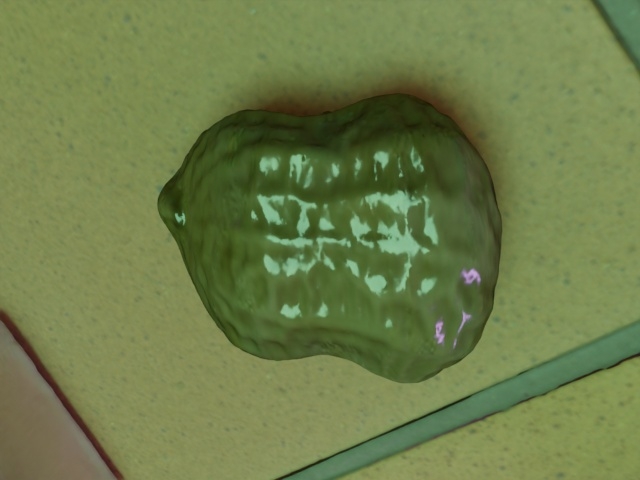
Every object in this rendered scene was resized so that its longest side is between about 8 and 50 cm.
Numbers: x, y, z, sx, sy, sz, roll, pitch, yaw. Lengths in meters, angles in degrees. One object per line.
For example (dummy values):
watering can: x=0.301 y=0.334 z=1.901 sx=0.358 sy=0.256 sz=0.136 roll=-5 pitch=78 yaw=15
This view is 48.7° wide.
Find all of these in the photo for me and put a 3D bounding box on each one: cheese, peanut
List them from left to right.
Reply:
cheese: x=-0.376 y=0.219 z=0.703 sx=0.266 sy=0.124 sz=0.242 roll=-18 pitch=107 yaw=25
peanut: x=0.000 y=0.000 z=0.468 sx=0.233 sy=0.110 sz=0.196 roll=2 pitch=118 yaw=15
